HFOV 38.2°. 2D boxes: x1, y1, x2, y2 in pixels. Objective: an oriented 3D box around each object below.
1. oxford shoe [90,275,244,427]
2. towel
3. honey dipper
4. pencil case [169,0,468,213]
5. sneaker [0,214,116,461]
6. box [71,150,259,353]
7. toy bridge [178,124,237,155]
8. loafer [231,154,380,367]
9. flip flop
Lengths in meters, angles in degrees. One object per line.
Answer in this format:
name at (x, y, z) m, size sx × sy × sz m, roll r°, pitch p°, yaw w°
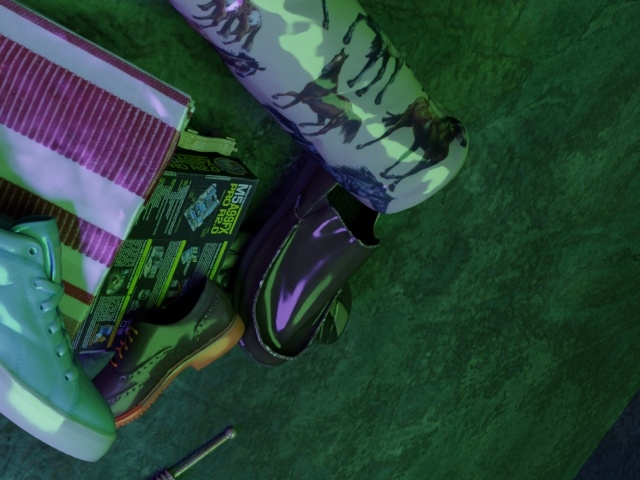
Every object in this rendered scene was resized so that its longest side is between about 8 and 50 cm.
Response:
oxford shoe at (-0.229, 0.143, 1.148) m, size 0.271 × 0.097 × 0.098 m, roll -36°, pitch 121°, yaw -18°
towel at (-0.305, -0.059, 0.960) m, size 0.237 × 0.037 × 0.329 m, roll 28°, pitch 100°, yaw -10°
honey dipper at (-0.196, 0.345, 1.446) m, size 0.161 × 0.030 × 0.030 m, roll -32°, pitch 136°, yaw -24°
pencil case at (0.009, -0.207, 1.054) m, size 0.410 × 0.160 × 0.183 m, roll 45°, pitch 76°, yaw -32°
sneaker at (-0.295, 0.056, 0.902) m, size 0.150 × 0.135 × 0.366 m, roll -38°, pitch 109°, yaw -5°
box at (-0.220, 0.017, 1.146) m, size 0.216 × 0.060 × 0.270 m, roll 1°, pitch 123°, yaw -43°
toy bridge at (-0.169, -0.130, 1.100) m, size 0.188 × 0.063 × 0.026 m, roll 13°, pitch 109°, yaw -46°
loafer at (0.000, 0.000, 1.234) m, size 0.134 × 0.130 × 0.365 m, roll 28°, pitch 81°, yaw -33°
flip flop at (-0.063, 0.063, 1.329) m, size 0.277 × 0.080 × 0.112 m, roll 27°, pitch 81°, yaw -33°
